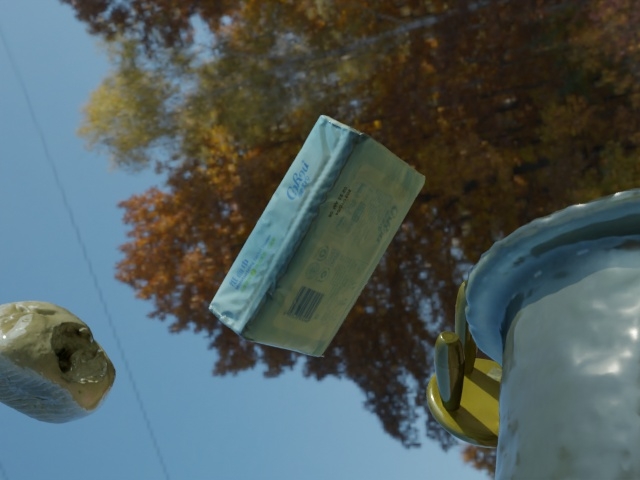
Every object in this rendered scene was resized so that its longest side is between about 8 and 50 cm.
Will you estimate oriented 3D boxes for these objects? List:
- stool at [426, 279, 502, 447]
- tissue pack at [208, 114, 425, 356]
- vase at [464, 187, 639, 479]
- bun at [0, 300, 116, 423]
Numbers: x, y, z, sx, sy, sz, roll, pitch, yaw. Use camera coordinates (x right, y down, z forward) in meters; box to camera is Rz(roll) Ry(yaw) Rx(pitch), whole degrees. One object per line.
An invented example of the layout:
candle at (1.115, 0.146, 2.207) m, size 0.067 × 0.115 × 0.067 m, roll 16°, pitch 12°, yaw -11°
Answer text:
stool at (0.161, 0.117, 0.833) m, size 0.135 × 0.134 × 0.110 m, roll -125°, pitch 30°, yaw -47°
tissue pack at (0.000, 0.000, 1.060) m, size 0.177 × 0.089 × 0.263 m, roll 24°, pitch -85°, yaw -56°
vase at (0.167, 0.157, 0.416) m, size 0.245 × 0.245 × 0.291 m, roll 56°, pitch -140°, yaw -47°
bun at (-0.350, 0.146, 1.142) m, size 0.178 × 0.193 × 0.128 m, roll 51°, pitch -131°, yaw -33°
